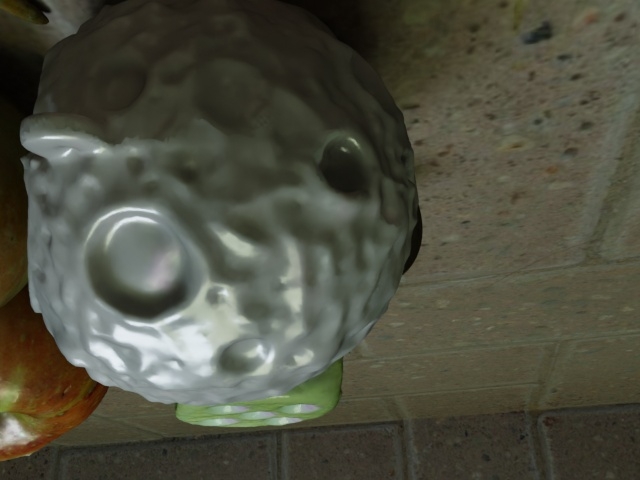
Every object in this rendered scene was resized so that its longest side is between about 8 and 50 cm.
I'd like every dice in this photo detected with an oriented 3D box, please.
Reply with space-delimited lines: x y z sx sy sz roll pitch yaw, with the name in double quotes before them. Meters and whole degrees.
"dice" -0.101 0.153 1.034 0.254 0.252 0.250 2 155 -15

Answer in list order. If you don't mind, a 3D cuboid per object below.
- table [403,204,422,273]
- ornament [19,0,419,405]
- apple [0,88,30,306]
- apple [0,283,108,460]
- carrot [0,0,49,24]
"table" 0.000 0.000 0.850 0.167 0.167 0.226 10 161 -24
"ornament" -0.075 -0.031 0.542 0.337 0.337 0.337 -2 155 -1
"apple" -0.378 -0.044 0.599 0.257 0.257 0.234 8 128 -20
"apple" -0.441 0.116 0.863 0.339 0.339 0.339 -2 155 -1
"carrot" -0.307 -0.221 0.462 0.049 0.049 0.254 -18 155 30
